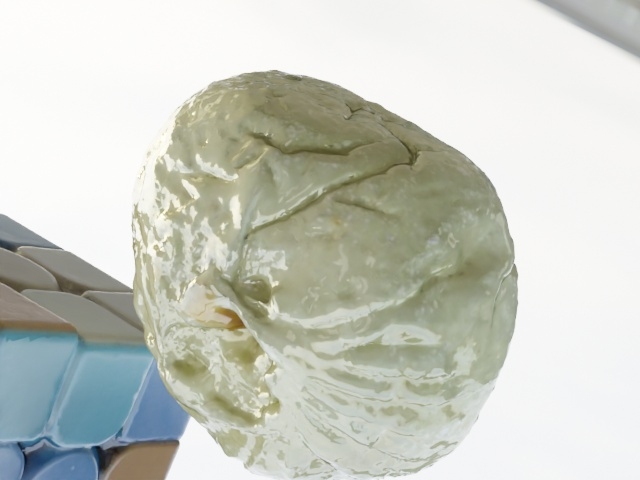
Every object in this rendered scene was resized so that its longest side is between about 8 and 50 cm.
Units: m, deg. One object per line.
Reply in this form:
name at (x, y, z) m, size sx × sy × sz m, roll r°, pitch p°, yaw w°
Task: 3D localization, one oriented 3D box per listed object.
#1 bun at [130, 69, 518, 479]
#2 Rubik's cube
bun at (-0.024, 0.036, 1.373) m, size 0.349 × 0.352 × 0.227 m, roll -12°, pitch -173°, yaw 44°
Rubik's cube at (-0.371, 0.172, 1.664) m, size 0.347 × 0.346 × 0.344 m, roll 29°, pitch -169°, yaw 29°
